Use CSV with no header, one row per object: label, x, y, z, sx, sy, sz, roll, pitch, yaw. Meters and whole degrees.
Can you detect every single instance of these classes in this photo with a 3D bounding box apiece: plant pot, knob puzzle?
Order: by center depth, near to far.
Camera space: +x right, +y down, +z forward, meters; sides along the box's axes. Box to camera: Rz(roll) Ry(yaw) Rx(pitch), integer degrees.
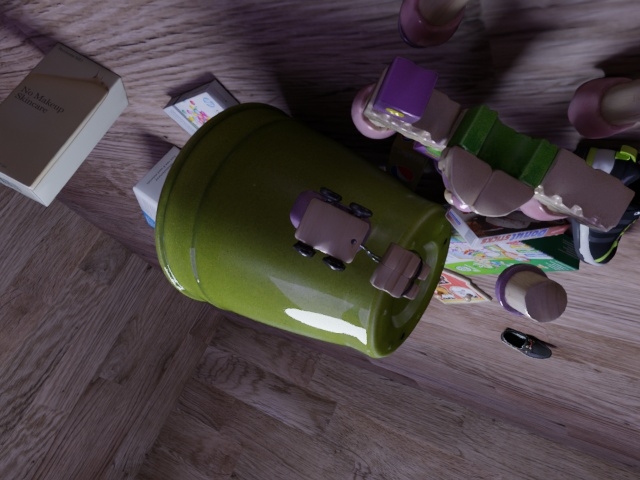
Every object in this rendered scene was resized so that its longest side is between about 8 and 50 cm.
plant pot,0.000,0.000,0.732,0.352,0.367,0.366,24,160,30
knob puzzle,0.308,0.117,1.173,0.213,0.030,0.213,24,159,10

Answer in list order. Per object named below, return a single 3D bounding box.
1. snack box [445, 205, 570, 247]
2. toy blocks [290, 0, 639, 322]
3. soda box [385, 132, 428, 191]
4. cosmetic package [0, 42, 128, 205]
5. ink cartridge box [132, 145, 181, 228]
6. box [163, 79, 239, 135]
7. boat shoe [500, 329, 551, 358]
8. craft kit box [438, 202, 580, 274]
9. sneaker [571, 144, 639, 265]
snack box,0.263,-0.028,0.637,0.064,0.178,0.022,61,147,39
toy blocks,0.154,-0.090,0.526,0.288,0.309,0.260,26,-173,-6
soda box,0.143,-0.121,0.763,0.058,0.061,0.181,24,159,8
cosmetic package,-0.576,-0.249,0.983,0.160,0.310,0.113,27,160,-4
ink cartridge box,-0.294,-0.033,1.284,0.394,0.166,0.285,37,159,-1
box,-0.220,-0.246,0.942,0.186,0.038,0.145,2,148,46
boat shoe,0.554,0.281,1.234,0.132,0.049,0.042,22,167,25
craft kit box,0.278,0.002,0.822,0.249,0.061,0.246,20,167,-27
sneaker,0.402,-0.035,0.623,0.097,0.084,0.235,6,151,41
